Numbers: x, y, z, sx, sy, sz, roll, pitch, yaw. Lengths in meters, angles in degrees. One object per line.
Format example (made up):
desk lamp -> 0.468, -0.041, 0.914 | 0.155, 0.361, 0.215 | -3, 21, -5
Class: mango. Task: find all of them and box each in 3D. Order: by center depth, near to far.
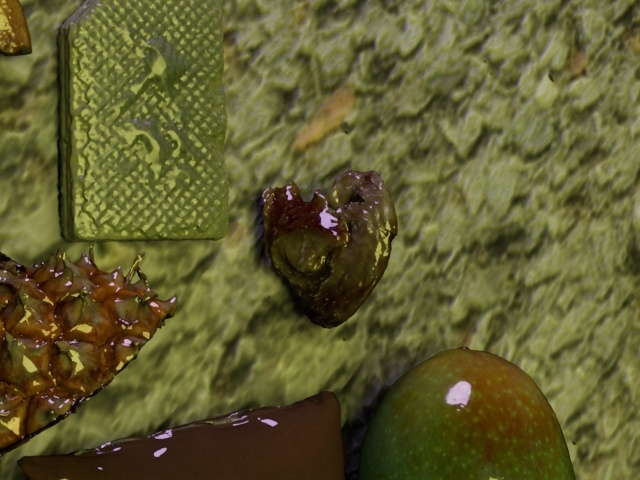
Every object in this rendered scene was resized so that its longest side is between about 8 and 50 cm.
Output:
mango -> 0.132, 0.286, 1.353 | 0.201, 0.225, 0.381 | 1, 86, 1

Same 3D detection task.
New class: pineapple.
pineapple -> -0.280, 0.015, 1.122 | 0.262, 0.262, 0.271 | -38, 98, -27

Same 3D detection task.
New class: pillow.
pillow -> -0.092, 0.301, 1.277 | 0.308, 0.108, 0.305 | -8, 91, -34

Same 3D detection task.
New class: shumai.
shumai -> 0.006, 0.010, 1.363 | 0.105, 0.123, 0.139 | -7, 103, -20

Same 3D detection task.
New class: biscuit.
biscuit -> -0.152, -0.123, 1.317 | 0.150, 0.052, 0.252 | 2, 84, -30

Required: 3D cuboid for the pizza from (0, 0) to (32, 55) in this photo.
pizza -> -0.327, -0.185, 1.230 | 0.185, 0.036, 0.176 | 41, 69, -23
